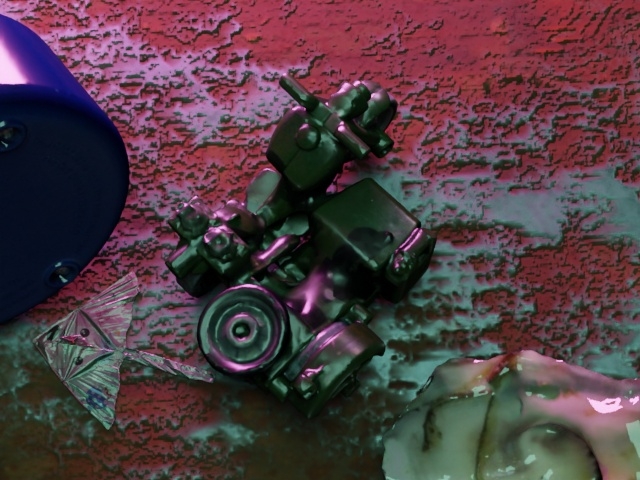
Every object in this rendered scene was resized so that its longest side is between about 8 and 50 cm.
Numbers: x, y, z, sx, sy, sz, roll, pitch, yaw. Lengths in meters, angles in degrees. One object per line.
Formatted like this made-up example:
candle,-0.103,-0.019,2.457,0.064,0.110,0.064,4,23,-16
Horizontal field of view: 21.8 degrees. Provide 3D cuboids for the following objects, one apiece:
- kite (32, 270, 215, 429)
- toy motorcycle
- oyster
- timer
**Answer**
kite,-0.159,0.088,1.353,0.153,0.005,0.137,6,70,-1
toy motorcycle,0.000,0.000,1.329,0.205,0.127,0.275,43,77,16
oyster,0.181,0.184,1.281,0.271,0.100,0.275,24,83,9
timer,-0.343,-0.138,1.327,0.270,0.270,0.383,-24,58,-11
